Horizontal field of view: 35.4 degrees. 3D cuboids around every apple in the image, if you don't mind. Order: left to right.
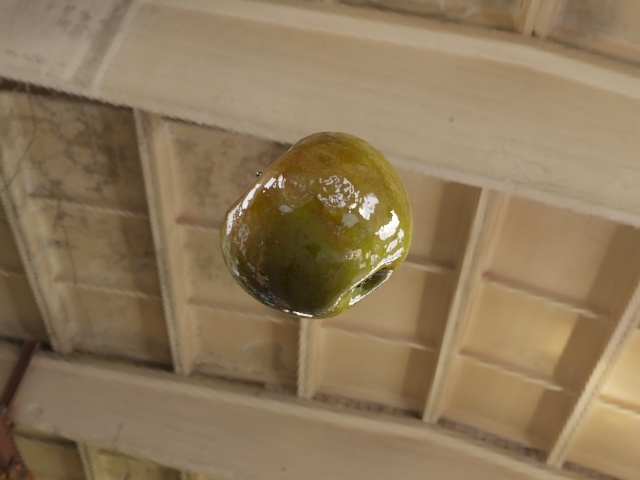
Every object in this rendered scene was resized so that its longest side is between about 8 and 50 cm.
[{"bbox_3d":[-0.002,-0.007,0.457,0.074,0.089,0.089,51,-34,14],"label":"apple"}]
